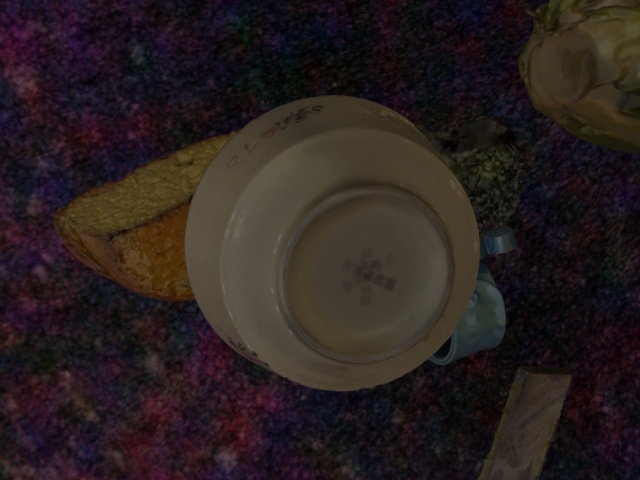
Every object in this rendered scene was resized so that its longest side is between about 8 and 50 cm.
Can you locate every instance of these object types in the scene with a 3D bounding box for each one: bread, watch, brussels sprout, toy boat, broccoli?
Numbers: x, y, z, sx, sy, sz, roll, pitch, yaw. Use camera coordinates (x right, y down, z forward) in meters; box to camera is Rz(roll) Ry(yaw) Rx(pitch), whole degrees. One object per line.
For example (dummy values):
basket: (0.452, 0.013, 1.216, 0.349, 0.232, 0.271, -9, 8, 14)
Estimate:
bread: (-0.175, -0.020, 1.104, 0.194, 0.340, 0.178, 25, 137, 51)
watch: (0.183, 0.075, 1.152, 0.211, 0.211, 0.193, 3, 110, 38)
brussels sprout: (0.501, -0.291, 1.210, 0.276, 0.371, 0.314, 15, 131, 63)
toy boat: (0.178, 0.164, 0.681, 0.016, 0.063, 0.115, 37, 115, 58)
broccoli: (0.135, -0.106, 1.079, 0.304, 0.165, 0.145, 18, 89, 32)

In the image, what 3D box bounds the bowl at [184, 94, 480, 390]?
bowl: (0.019, 0.012, 0.591, 0.126, 0.238, 0.237, -137, 28, -72)
